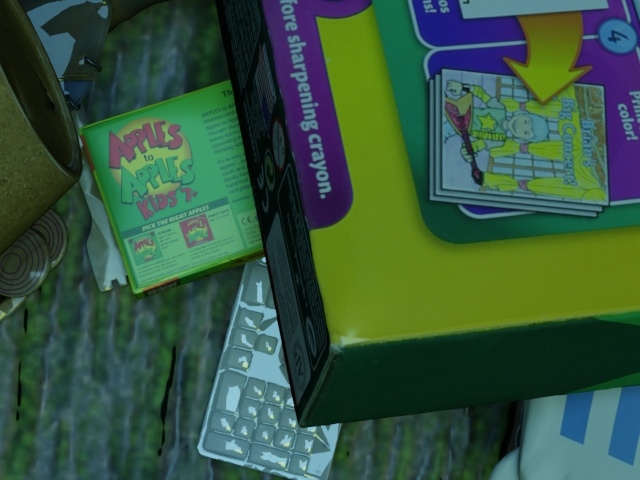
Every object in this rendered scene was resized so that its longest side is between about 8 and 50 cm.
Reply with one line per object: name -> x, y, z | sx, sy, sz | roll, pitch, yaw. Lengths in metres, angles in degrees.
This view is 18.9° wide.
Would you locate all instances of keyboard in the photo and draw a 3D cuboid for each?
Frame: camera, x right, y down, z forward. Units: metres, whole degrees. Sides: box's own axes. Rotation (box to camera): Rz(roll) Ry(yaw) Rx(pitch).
keyboard -> 0.000, 0.000, 1.037 | 0.072, 0.014, 0.256 | 15, 83, -2

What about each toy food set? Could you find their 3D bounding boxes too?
toy food set -> -0.200, -0.006, 1.011 | 0.192, 0.038, 0.132 | -18, 85, -6

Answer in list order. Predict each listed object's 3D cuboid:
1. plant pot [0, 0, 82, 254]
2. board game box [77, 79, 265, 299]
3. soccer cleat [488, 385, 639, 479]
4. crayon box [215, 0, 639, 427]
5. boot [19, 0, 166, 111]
plant pot -> -0.250, -0.033, 0.890 | 0.254, 0.237, 0.237 | -24, 86, 5
board game box -> -0.026, -0.042, 1.012 | 0.181, 0.043, 0.092 | -19, 84, -5
soccer cleat -> 0.169, 0.141, 0.936 | 0.143, 0.116, 0.331 | -27, 49, 2
crayon box -> 0.115, -0.108, 0.939 | 0.313, 0.106, 0.362 | -5, 64, -13
boot -> -0.129, -0.107, 1.011 | 0.219, 0.082, 0.106 | -7, 95, -13
